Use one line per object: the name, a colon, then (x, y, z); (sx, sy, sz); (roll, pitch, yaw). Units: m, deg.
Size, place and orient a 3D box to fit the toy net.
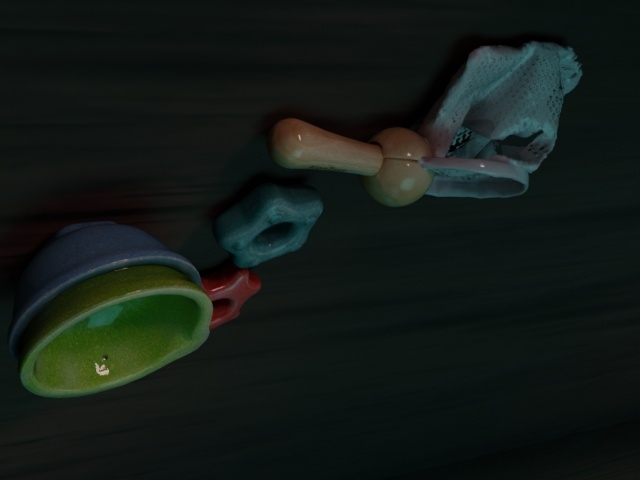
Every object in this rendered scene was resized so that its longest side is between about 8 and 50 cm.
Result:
toy net: (0.000, 0.000, 0.486); (0.232, 0.045, 0.122); (-23, 153, -11)
